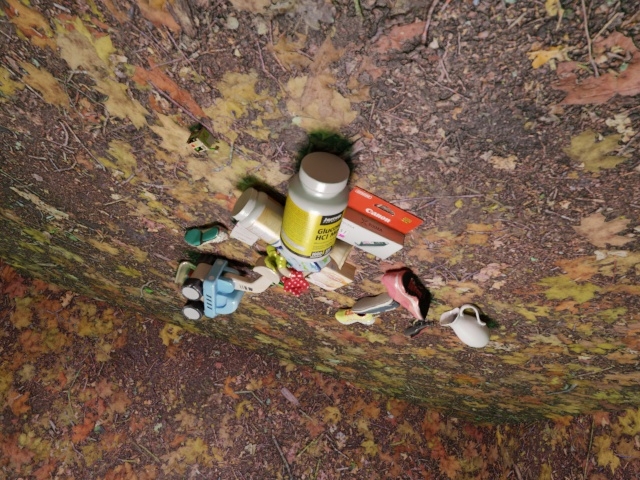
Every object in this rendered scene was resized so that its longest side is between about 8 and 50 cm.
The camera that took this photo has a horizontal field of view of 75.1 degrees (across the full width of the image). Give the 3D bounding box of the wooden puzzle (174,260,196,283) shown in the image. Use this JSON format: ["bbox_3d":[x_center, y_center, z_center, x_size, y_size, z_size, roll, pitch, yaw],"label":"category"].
[{"bbox_3d":[-0.630,0.256,2.299,0.347,0.081,0.322,24,148,-13],"label":"wooden puzzle"}]

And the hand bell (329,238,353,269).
[{"bbox_3d":[0.000,0.000,1.591,0.242,0.126,0.126,28,150,7],"label":"hand bell"}]

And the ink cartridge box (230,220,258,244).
[{"bbox_3d":[-0.280,-0.057,1.641,0.104,0.062,0.181,27,147,-16],"label":"ink cartridge box"}]

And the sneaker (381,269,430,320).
[{"bbox_3d":[0.366,0.226,1.772,0.136,0.116,0.314,2,141,42],"label":"sneaker"}]

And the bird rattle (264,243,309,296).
[{"bbox_3d":[-0.112,0.107,1.734,0.207,0.143,0.253,-36,112,14],"label":"bird rattle"}]

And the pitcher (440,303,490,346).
[{"bbox_3d":[0.666,0.373,1.844,0.207,0.125,0.178,35,131,-9],"label":"pitcher"}]

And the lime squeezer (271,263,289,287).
[{"bbox_3d":[-0.197,0.175,1.984,0.109,0.059,0.310,17,149,-1],"label":"lime squeezer"}]

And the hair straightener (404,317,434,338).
[{"bbox_3d":[0.484,0.437,2.087,0.089,0.047,0.230,23,149,-12],"label":"hair straightener"}]

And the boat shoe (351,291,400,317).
[{"bbox_3d":[0.255,0.307,1.949,0.254,0.095,0.079,-26,119,37],"label":"boat shoe"}]

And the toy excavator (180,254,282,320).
[{"bbox_3d":[-0.411,0.211,1.979,0.444,0.222,0.433,13,130,2],"label":"toy excavator"}]

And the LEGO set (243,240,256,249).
[{"bbox_3d":[-0.299,0.006,1.798,0.054,0.023,0.083,22,136,-13],"label":"LEGO set"}]

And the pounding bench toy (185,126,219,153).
[{"bbox_3d":[-0.364,-0.299,1.298,0.065,0.052,0.083,-9,141,37],"label":"pounding bench toy"}]

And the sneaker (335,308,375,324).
[{"bbox_3d":[0.171,0.369,2.112,0.208,0.082,0.094,-4,137,19],"label":"sneaker"}]

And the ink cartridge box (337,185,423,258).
[{"bbox_3d":[0.174,-0.050,1.439,0.275,0.060,0.239,25,150,-14],"label":"ink cartridge box"}]

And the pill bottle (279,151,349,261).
[{"bbox_3d":[-0.017,-0.100,1.297,0.187,0.188,0.334,16,138,0],"label":"pill bottle"}]

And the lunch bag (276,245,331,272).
[{"bbox_3d":[-0.076,0.034,1.561,0.176,0.090,0.219,54,156,-21],"label":"lunch bag"}]

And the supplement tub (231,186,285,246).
[{"bbox_3d":[-0.198,-0.084,1.479,0.199,0.144,0.144,35,145,-28],"label":"supplement tub"}]

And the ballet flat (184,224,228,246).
[{"bbox_3d":[-0.489,-0.013,1.800,0.240,0.091,0.077,-4,166,36],"label":"ballet flat"}]

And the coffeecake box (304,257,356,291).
[{"bbox_3d":[0.039,0.144,1.807,0.142,0.068,0.185,28,148,-20],"label":"coffeecake box"}]
